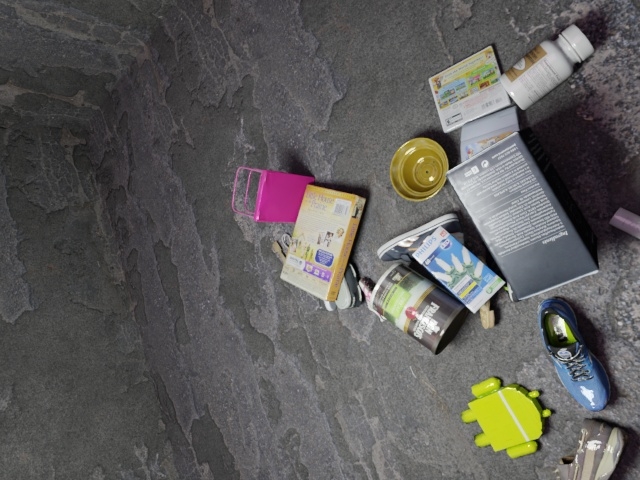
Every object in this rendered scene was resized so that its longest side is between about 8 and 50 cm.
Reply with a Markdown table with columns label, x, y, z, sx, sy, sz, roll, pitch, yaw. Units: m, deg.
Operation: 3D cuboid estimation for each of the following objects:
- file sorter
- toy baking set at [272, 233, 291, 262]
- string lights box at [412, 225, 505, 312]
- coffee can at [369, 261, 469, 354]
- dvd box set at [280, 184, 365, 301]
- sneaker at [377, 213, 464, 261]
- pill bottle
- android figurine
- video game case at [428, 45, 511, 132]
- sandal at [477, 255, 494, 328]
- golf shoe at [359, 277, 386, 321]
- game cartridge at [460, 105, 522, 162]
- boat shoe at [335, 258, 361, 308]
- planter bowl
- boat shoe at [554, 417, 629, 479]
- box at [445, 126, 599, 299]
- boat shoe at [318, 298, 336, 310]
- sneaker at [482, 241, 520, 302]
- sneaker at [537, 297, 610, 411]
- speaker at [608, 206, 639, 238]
| label | x | y | z | sx | sy | sz | roll | pitch | yaw |
| --- | --- | --- | --- | --- | --- | --- | --- | --- | --- |
| file sorter | -0.201 | -0.196 | 1.853 | 0.182 | 0.290 | 0.202 | 20 | 104 | 38 |
| toy baking set | -0.103 | 0.056 | 1.951 | 0.256 | 0.030 | 0.197 | -13 | 81 | 36 |
| string lights box | 0.433 | 0.092 | 1.392 | 0.133 | 0.076 | 0.259 | -47 | 70 | 6 |
| coffee can | 0.337 | 0.228 | 1.513 | 0.275 | 0.201 | 0.202 | 34 | 111 | 30 |
| dvd box set | 0.000 | 0.000 | 1.776 | 0.307 | 0.062 | 0.421 | 18 | 93 | 46 |
| sneaker | 0.349 | 0.029 | 1.548 | 0.321 | 0.126 | 0.128 | -29 | 69 | 32 |
| pill bottle | 0.660 | -0.508 | 1.292 | 0.229 | 0.131 | 0.131 | -38 | 70 | 31 |
| android figurine | 0.599 | 0.569 | 1.424 | 0.273 | 0.056 | 0.248 | -41 | 68 | 31 |
| video game case | 0.496 | -0.503 | 1.482 | 0.226 | 0.026 | 0.207 | -20 | 80 | 37 |
| sandal | 0.509 | 0.173 | 1.443 | 0.079 | 0.088 | 0.240 | -8 | 90 | -2 |
| golf shoe | 0.202 | 0.230 | 1.701 | 0.086 | 0.067 | 0.186 | -50 | 64 | 28 |
| game cartridge | 0.563 | -0.258 | 1.425 | 0.198 | 0.062 | 0.298 | -13 | 84 | 32 |
| boat shoe | 0.087 | 0.131 | 1.770 | 0.114 | 0.091 | 0.303 | -33 | 60 | 45 |
| planter bowl | 0.361 | -0.245 | 1.550 | 0.217 | 0.090 | 0.217 | 1 | 92 | 37 |
| boat shoe | 0.761 | 0.680 | 1.278 | 0.130 | 0.132 | 0.356 | 25 | 98 | 43 |
| box | 0.569 | -0.089 | 1.227 | 0.212 | 0.293 | 0.396 | -32 | 87 | 34 |
| boat shoe | 0.007 | 0.185 | 1.846 | 0.076 | 0.080 | 0.229 | -14 | 91 | 35 |
| sneaker | 0.589 | 0.084 | 1.418 | 0.097 | 0.084 | 0.235 | -30 | 72 | 61 |
| sneaker | 0.715 | 0.334 | 1.272 | 0.129 | 0.147 | 0.330 | -31 | 74 | 33 |
| speaker | 0.868 | -0.036 | 1.200 | 0.136 | 0.055 | 0.055 | 36 | 112 | 30 |
